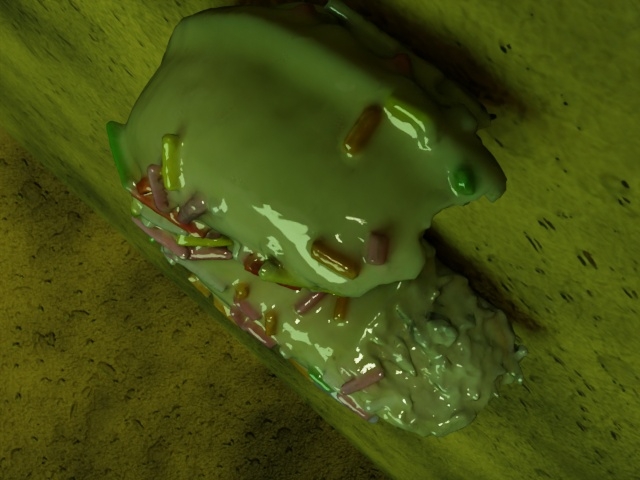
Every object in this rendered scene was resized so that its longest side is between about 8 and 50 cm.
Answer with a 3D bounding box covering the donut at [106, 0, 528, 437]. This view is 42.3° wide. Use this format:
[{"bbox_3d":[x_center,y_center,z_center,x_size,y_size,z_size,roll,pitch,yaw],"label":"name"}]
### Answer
[{"bbox_3d":[-0.007,-0.007,0.589,0.307,0.150,0.371,32,163,28],"label":"donut"}]
